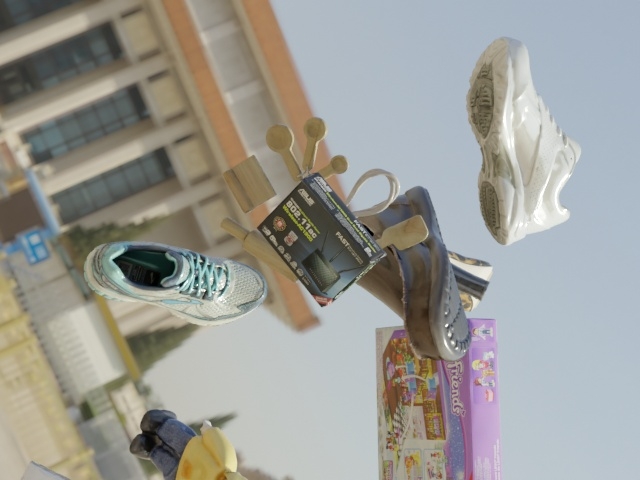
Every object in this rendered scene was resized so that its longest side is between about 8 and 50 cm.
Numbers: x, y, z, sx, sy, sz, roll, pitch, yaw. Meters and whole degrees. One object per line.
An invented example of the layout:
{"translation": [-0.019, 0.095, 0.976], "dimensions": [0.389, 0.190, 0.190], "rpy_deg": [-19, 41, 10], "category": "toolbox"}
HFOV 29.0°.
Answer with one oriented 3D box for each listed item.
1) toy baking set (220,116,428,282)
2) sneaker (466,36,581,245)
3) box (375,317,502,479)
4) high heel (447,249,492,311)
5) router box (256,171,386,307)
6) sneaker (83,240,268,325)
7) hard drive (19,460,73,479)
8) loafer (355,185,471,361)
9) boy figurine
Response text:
{"translation": [-0.006, -0.035, 1.516], "dimensions": [0.256, 0.196, 0.030], "rpy_deg": [37, 23, 10], "category": "toy baking set"}
{"translation": [0.230, -0.115, 1.371], "dimensions": [0.090, 0.115, 0.232], "rpy_deg": [-133, -147, -63], "category": "sneaker"}
{"translation": [0.159, 0.258, 1.696], "dimensions": [0.201, 0.057, 0.293], "rpy_deg": [-12, -103, 54], "category": "box"}
{"translation": [0.197, 0.047, 2.130], "dimensions": [0.186, 0.093, 0.261], "rpy_deg": [24, -1, 6], "category": "high heel"}
{"translation": [0.000, 0.000, 1.375], "dimensions": [0.122, 0.038, 0.092], "rpy_deg": [50, -55, 7], "category": "router box"}
{"translation": [-0.210, 0.062, 1.871], "dimensions": [0.122, 0.283, 0.110], "rpy_deg": [151, -55, -67], "category": "sneaker"}
{"translation": [-0.309, 0.432, 1.394], "dimensions": [0.203, 0.307, 0.040], "rpy_deg": [28, -8, -4], "category": "hard drive"}
{"translation": [0.110, 0.054, 1.627], "dimensions": [0.366, 0.130, 0.133], "rpy_deg": [-95, 168, -66], "category": "loafer"}
{"translation": [-0.215, 0.410, 2.165], "dimensions": [0.285, 0.177, 0.092], "rpy_deg": [31, 7, 41], "category": "boy figurine"}
